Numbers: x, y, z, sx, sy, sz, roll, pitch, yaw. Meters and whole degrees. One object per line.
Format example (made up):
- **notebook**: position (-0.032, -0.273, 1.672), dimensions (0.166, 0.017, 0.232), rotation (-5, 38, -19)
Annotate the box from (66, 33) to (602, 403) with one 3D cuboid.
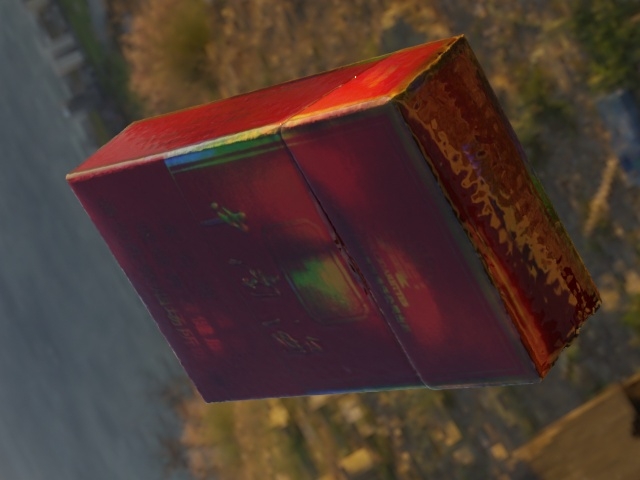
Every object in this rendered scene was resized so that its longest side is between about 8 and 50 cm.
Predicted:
- **box**: position (-0.001, -0.001, 1.039), dimensions (0.313, 0.089, 0.197), rotation (-10, 116, 46)
